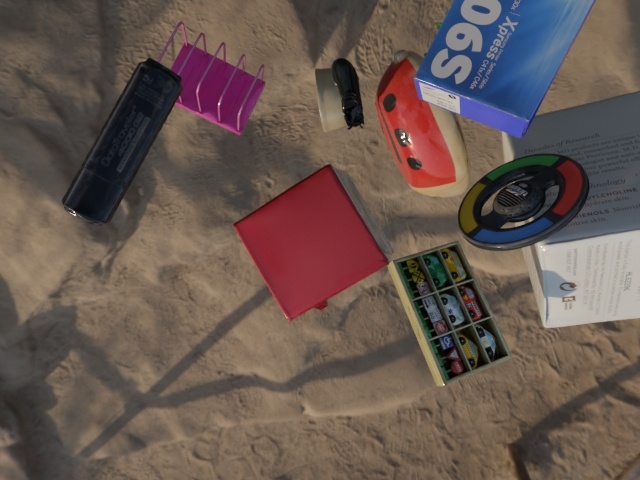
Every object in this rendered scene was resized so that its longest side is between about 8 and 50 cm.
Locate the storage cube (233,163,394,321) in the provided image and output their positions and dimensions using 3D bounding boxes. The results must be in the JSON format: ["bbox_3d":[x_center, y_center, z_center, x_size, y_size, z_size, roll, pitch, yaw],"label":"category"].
[{"bbox_3d":[0.000,0.000,0.832,0.193,0.184,0.214,-32,88,12],"label":"storage cube"}]

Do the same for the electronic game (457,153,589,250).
[{"bbox_3d":[0.355,-0.072,0.846,0.229,0.229,0.048,-34,120,14],"label":"electronic game"}]

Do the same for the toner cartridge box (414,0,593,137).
[{"bbox_3d":[0.281,-0.333,0.637,0.165,0.075,0.347,27,93,16],"label":"toner cartridge box"}]

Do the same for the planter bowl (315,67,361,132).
[{"bbox_3d":[0.052,-0.369,1.217,0.109,0.162,0.161,-8,104,7],"label":"planter bowl"}]

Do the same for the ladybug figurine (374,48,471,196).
[{"bbox_3d":[0.275,-0.303,1.314,0.162,0.305,0.449,-28,116,1],"label":"ladybug figurine"}]

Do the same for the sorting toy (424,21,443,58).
[{"bbox_3d":[0.452,-0.512,1.235,0.348,0.047,0.195,-3,119,3],"label":"sorting toy"}]

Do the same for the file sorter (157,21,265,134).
[{"bbox_3d":[-0.341,-0.507,1.474,0.291,0.182,0.202,25,81,-7],"label":"file sorter"}]

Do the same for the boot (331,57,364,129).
[{"bbox_3d":[0.051,-0.266,0.855,0.045,0.099,0.121,-14,115,13],"label":"boot"}]

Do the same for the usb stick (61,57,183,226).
[{"bbox_3d":[-0.313,-0.153,0.749,0.077,0.045,0.277,29,92,-22],"label":"usb stick"}]

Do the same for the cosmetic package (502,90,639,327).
[{"bbox_3d":[0.625,-0.065,1.064,0.328,0.393,0.329,-11,136,18],"label":"cosmetic package"}]

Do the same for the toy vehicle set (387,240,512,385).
[{"bbox_3d":[0.265,0.145,0.977,0.166,0.035,0.266,-17,75,-18],"label":"toy vehicle set"}]
